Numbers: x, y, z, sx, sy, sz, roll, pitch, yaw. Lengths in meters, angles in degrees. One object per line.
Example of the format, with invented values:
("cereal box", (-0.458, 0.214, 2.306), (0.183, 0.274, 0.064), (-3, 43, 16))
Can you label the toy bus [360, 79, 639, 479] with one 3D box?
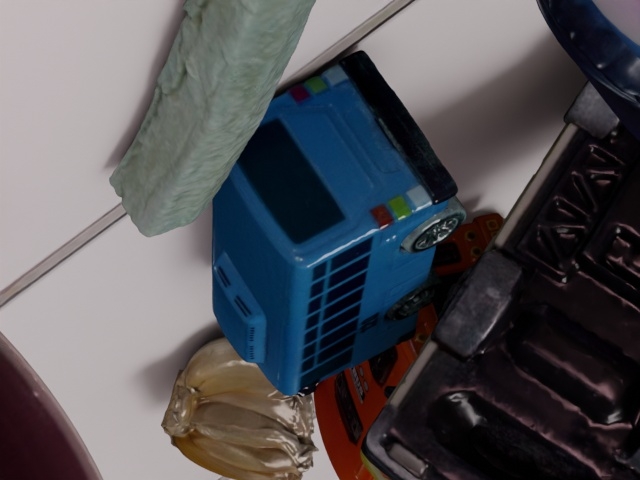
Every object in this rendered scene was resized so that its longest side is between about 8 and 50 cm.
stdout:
("toy bus", (0.144, 0.040, 1.015), (0.305, 0.143, 0.179), (-56, 177, -20))

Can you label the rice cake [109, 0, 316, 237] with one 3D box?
("rice cake", (-0.033, -0.081, 0.745), (0.045, 0.042, 0.245), (-25, 159, -31))

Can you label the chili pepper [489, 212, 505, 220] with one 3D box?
("chili pepper", (0.108, 0.006, 1.219), (0.030, 0.017, 0.083), (-20, 158, -29))

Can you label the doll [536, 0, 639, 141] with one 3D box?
("doll", (0.137, -0.149, 0.441), (0.240, 0.310, 0.284), (-15, 154, -46))

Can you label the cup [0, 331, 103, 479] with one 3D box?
("cup", (-0.250, 0.140, 0.693), (0.273, 0.208, 0.288), (-38, 162, 18))

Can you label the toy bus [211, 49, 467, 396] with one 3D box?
("toy bus", (0.000, 0.000, 0.927), (0.106, 0.090, 0.185), (-29, 160, -16))

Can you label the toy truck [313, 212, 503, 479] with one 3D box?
("toy truck", (0.066, 0.090, 1.220), (0.114, 0.107, 0.253), (-11, 153, -18))

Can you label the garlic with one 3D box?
("garlic", (-0.046, 0.097, 1.115), (0.094, 0.074, 0.113), (8, 144, -6))
